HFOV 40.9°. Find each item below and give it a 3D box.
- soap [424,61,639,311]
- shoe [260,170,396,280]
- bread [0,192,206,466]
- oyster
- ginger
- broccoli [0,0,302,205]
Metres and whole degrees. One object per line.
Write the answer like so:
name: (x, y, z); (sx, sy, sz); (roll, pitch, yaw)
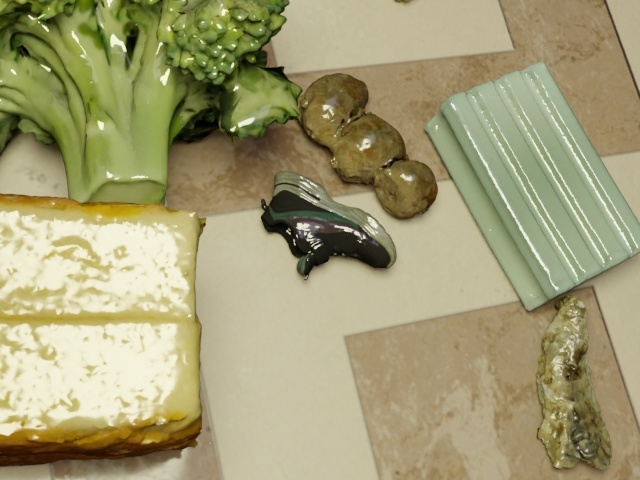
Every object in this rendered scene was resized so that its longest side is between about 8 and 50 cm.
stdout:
soap: (0.261, -0.068, 1.048); (0.160, 0.087, 0.265); (-24, 79, -20)
shoe: (0.000, 0.000, 0.971); (0.169, 0.071, 0.099); (33, 70, 2)
bread: (-0.239, 0.091, 0.763); (0.279, 0.279, 0.207); (3, 72, -14)
oyster: (0.288, 0.168, 0.992); (0.106, 0.061, 0.200); (-17, 77, -18)
ginger: (0.058, -0.110, 1.014); (0.104, 0.080, 0.204); (-34, 81, -27)
broccoli: (-0.198, -0.179, 0.857); (0.338, 0.277, 0.317); (-27, 68, -30)
